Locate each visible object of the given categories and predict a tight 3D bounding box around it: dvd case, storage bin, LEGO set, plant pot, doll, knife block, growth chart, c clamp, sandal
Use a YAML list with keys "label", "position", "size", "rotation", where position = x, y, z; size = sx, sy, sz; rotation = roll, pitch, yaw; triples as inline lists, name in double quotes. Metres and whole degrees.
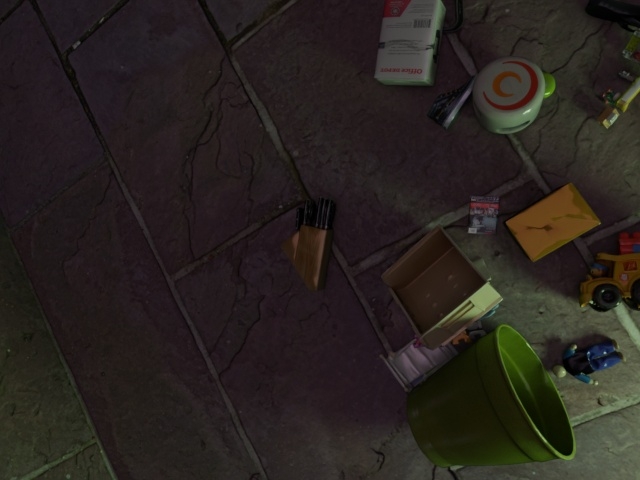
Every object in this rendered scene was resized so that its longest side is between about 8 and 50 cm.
- label: "dvd case"
  position: [0.503, -0.078, 1.449]
  size: [0.087, 0.013, 0.119]
  rotation: [4, 92, 19]
- label: "storage bin"
  position: [0.343, 0.140, 1.386]
  size: [0.260, 0.123, 0.262]
  rotation: [-43, 41, 14]
- label: "LEGO set"
  position: [0.392, 0.273, 1.451]
  size: [0.227, 0.087, 0.093]
  rotation: [-12, 84, 11]
- label: "plant pot"
  position: [0.452, 0.477, 1.340]
  size: [0.353, 0.366, 0.366]
  rotation: [-34, 81, 29]
- label: "doll"
  position: [0.770, 0.355, 1.356]
  size: [0.189, 0.046, 0.129]
  rotation: [-25, 83, 18]
- label: "knife block"
  position: [0.000, 0.000, 1.589]
  size: [0.242, 0.088, 0.276]
  rotation: [-36, 80, 18]
- label: "growth chart"
  position: [0.332, 0.393, 1.524]
  size: [0.237, 0.021, 0.172]
  rotation: [-34, 82, 17]
- label: "c clamp"
  position: [0.378, -0.723, 1.466]
  size: [0.137, 0.022, 0.161]
  rotation: [-8, 88, 14]
- label: "LEGO set"
  position: [0.835, -0.456, 1.267]
  size: [0.107, 0.132, 0.287]
  rotation: [44, 139, 23]
- label: "sandal"
  position: [0.848, -0.593, 1.270]
  size: [0.254, 0.097, 0.054]
  rotation: [28, 99, 27]

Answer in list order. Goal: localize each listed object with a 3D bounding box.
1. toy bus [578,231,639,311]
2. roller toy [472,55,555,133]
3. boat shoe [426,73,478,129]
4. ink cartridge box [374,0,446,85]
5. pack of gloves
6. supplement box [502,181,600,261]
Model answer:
- label: "toy bus"
  position: [0.822, 0.087, 1.285]
  size: [0.220, 0.149, 0.211]
  rotation: [-8, 77, 22]
- label: "roller toy"
  position: [0.537, -0.415, 1.354]
  size: [0.209, 0.146, 0.191]
  rotation: [36, 94, 20]
- label: "boat shoe"
  position: [0.408, -0.441, 1.440]
  size: [0.083, 0.065, 0.183]
  rotation: [37, 104, 13]
- label: "ink cartridge box"
  position: [0.276, -0.606, 1.449]
  size: [0.172, 0.100, 0.237]
  rotation: [11, 99, 26]
- label: "pack of gloves"
  position: [0.407, 0.164, 1.422]
  size: [0.232, 0.046, 0.195]
  rotation: [-24, 48, 19]
- label: "supplement box"
  position: [0.631, -0.050, 1.309]
  size: [0.191, 0.194, 0.129]
  rotation: [-35, 81, 17]
